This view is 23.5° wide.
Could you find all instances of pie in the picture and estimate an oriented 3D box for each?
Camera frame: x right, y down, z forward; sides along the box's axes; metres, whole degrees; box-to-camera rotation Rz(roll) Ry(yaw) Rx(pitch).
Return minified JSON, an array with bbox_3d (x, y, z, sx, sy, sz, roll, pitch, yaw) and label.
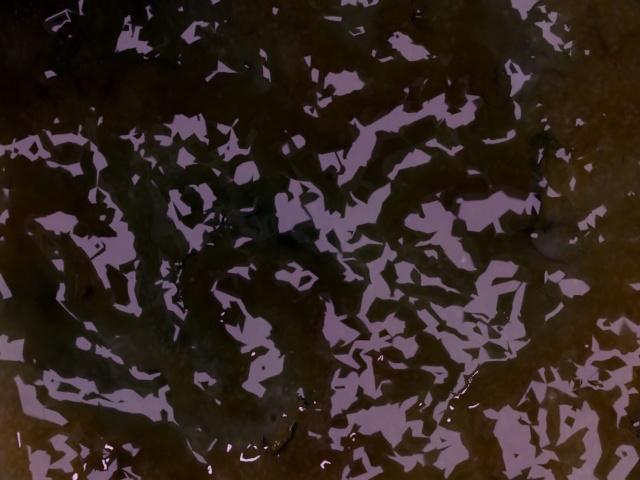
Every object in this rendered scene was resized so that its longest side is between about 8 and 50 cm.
[{"bbox_3d":[0.000,0.000,0.478,0.277,0.078,0.277,-3,82,20],"label":"pie"}]
